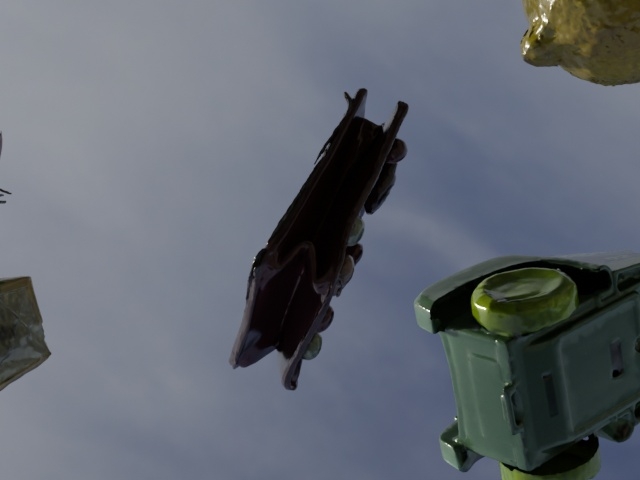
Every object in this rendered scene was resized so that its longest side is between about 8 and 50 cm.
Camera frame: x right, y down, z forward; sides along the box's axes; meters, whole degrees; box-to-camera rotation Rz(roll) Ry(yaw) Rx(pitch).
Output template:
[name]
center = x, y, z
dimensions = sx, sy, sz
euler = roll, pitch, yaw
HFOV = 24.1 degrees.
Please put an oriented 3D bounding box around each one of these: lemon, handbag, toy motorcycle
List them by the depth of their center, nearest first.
[lemon]
center = 0.121, -0.102, 0.571
dimensions = 0.111, 0.082, 0.082
euler = -29, -126, -3
[handbag]
center = 0.003, 0.002, 1.266
dimensions = 0.074, 0.203, 0.216
euler = 25, -125, 3
[toy motorcycle]
center = 0.241, 0.086, 1.442
dimensions = 0.326, 0.191, 0.200
euler = -24, -158, -35

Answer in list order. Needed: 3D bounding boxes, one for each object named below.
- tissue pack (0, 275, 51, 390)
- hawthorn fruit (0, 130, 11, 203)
[tissue pack]
center = -0.342, 0.088, 1.126
dimensions = 0.222, 0.090, 0.186
euler = -6, -170, 33
[hawthorn fruit]
center = -0.423, -0.110, 1.551
dimensions = 0.211, 0.299, 0.211
euler = -16, -129, 21
